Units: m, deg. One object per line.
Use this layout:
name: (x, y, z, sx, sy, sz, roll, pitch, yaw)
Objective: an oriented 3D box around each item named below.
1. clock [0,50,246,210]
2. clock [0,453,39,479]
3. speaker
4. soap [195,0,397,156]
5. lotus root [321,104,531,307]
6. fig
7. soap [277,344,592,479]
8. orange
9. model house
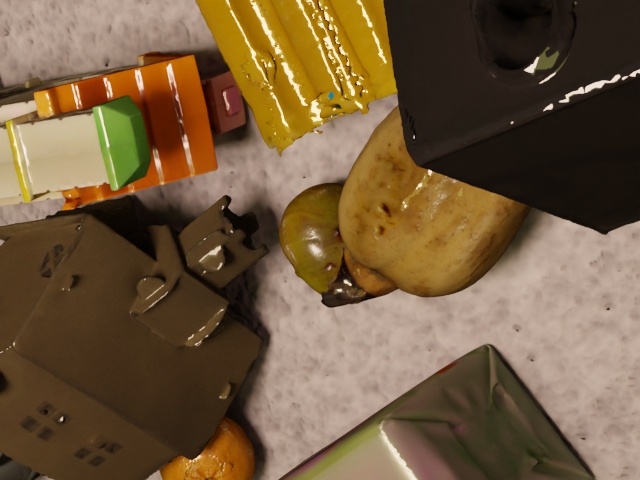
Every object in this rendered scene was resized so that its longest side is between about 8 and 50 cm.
clock: (-0.200, -0.072, 1.328, 0.255, 0.220, 0.106, -6, 103, 25)
clock: (-0.322, 0.127, 1.571, 0.226, 0.049, 0.226, 11, 112, 29)
speaker: (0.158, -0.162, 1.023, 0.184, 0.232, 0.254, -20, 69, 33)
soap: (-0.012, -0.245, 1.218, 0.204, 0.096, 0.324, -22, 95, 35)
lotus root: (0.079, -0.028, 1.225, 0.125, 0.118, 0.221, 37, 121, 2)
fig: (0.000, 0.000, 1.316, 0.098, 0.082, 0.084, -5, 141, 48)
soap: (0.061, 0.196, 1.278, 0.199, 0.182, 0.138, -38, 85, 34)
orange: (-0.094, 0.180, 1.430, 0.083, 0.070, 0.083, -1, 127, -2)
model house: (-0.152, 0.043, 1.362, 0.243, 0.211, 0.204, -38, 42, 16)
